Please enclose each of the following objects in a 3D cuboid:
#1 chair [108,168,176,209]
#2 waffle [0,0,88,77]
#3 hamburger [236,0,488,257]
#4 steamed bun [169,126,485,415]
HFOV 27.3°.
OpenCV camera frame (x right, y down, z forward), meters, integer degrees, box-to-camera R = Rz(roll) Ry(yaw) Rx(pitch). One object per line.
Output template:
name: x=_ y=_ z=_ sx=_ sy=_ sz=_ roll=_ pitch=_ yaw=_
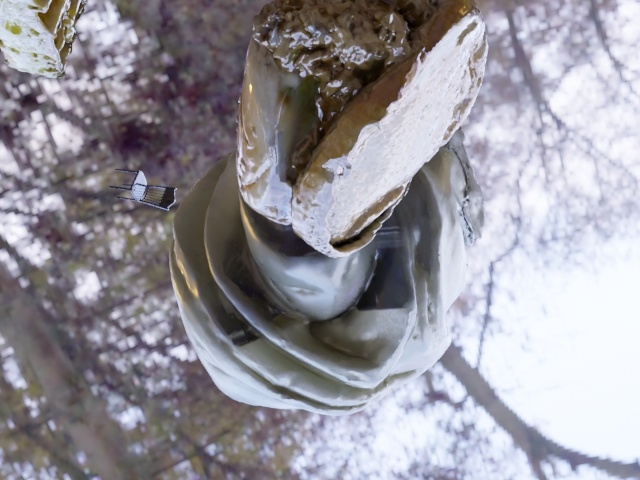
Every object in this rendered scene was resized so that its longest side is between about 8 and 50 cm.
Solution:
chair: x=-0.242 y=-0.071 z=1.794 sx=0.086 sy=0.042 sz=0.037 roll=10 pitch=-119 yaw=15
waffle: x=-0.202 y=-0.237 z=0.973 sx=0.055 sy=0.211 sz=0.160 roll=13 pitch=-110 yaw=1
hamburger: x=0.026 y=-0.114 z=1.083 sx=0.146 sy=0.286 sz=0.243 roll=29 pitch=-87 yaw=17
steamed bun: x=0.000 y=0.000 z=1.417 sx=0.346 sy=0.237 sz=0.394 roll=38 pitch=-94 yaw=14
